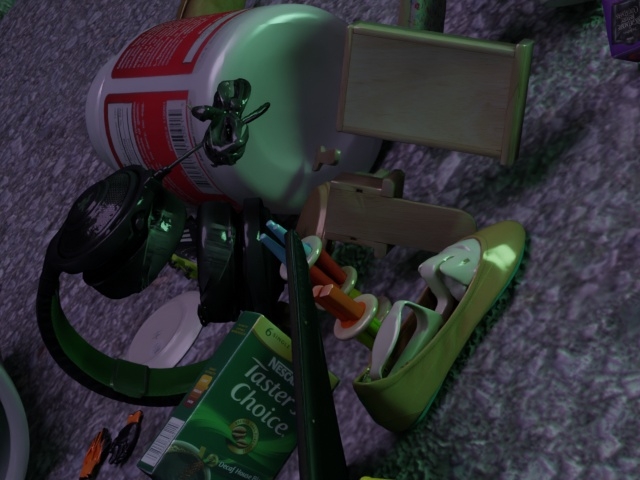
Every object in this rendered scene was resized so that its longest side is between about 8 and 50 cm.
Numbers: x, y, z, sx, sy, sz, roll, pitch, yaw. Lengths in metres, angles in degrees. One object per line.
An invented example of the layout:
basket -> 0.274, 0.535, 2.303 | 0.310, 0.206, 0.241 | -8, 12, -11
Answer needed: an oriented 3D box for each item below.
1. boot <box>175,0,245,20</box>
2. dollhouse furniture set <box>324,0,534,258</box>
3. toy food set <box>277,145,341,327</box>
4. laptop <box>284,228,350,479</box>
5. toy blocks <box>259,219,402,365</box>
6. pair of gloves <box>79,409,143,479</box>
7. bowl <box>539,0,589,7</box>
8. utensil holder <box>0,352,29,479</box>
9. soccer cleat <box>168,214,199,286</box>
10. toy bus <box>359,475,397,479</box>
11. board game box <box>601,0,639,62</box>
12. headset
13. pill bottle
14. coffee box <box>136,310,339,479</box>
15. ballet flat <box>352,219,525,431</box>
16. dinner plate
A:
boot -> -0.121, -0.276, 2.350 | 0.269, 0.089, 0.236 | 9, 72, 61
dollhouse furniture set -> 0.147, -0.161, 1.755 | 0.355, 0.173, 0.303 | -39, -42, -69
toy food set -> 0.000, 0.000, 1.753 | 0.132, 0.038, 0.192 | -166, 90, -78
laptop -> -0.088, 0.276, 1.351 | 0.236, 0.408, 0.382 | -9, 33, 2
toy blocks -> 0.009, 0.046, 1.604 | 0.054, 0.148, 0.123 | -46, 25, 6
pair of gloves -> -0.231, 0.228, 1.893 | 0.083, 0.010, 0.074 | -26, 32, 34
bowl -> 0.252, -0.282, 1.729 | 0.170, 0.170, 0.080 | -12, 87, 52
utensil holder -> -0.536, 0.189, 2.082 | 0.327, 0.327, 0.385 | -47, 22, 2
soccer cleat -> -0.146, 0.007, 2.014 | 0.072, 0.060, 0.179 | -49, 22, -5
toy bus -> 0.125, 0.256, 1.120 | 0.211, 0.220, 0.149 | -1, 58, 18
board game box -> 0.385, -0.307, 1.501 | 0.347, 0.056, 0.208 | -20, 77, 45
headset -> -0.141, 0.018, 1.687 | 0.185, 0.243, 0.394 | -94, 23, -57
pill bottle -> -0.118, -0.149, 1.989 | 0.229, 0.229, 0.407 | -56, 26, -15
coffee box -> -0.076, 0.170, 1.608 | 0.184, 0.113, 0.040 | -54, 25, -15
ballet flat -> 0.106, 0.060, 1.518 | 0.080, 0.073, 0.232 | -3, 51, 56
dinner plate -> -0.185, 0.112, 1.978 | 0.141, 0.017, 0.141 | -37, 29, 24
